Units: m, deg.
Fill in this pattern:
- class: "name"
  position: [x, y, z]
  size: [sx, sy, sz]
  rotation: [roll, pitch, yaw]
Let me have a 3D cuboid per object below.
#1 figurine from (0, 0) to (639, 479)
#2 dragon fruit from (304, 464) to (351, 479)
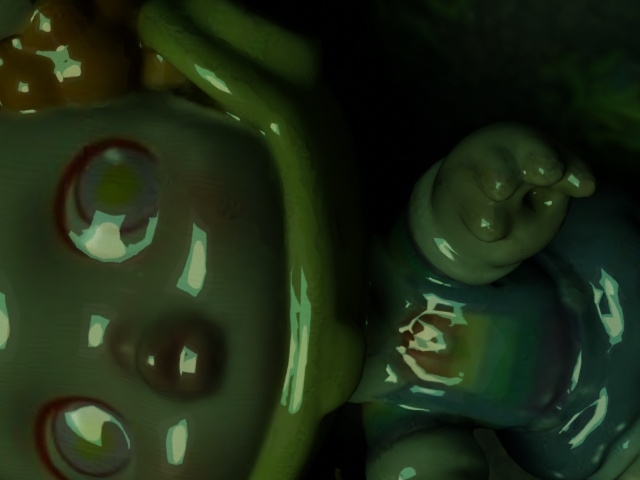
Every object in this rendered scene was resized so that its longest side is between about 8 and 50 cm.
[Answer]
- class: "figurine"
  position: [-0.004, 0.030, 0.498]
  size: [0.382, 0.205, 0.224]
  rotation: [24, 108, -1]
- class: "dragon fruit"
  position: [-0.038, 0.135, 0.592]
  size: [0.166, 0.133, 0.136]
  rotation: [63, 169, -10]
